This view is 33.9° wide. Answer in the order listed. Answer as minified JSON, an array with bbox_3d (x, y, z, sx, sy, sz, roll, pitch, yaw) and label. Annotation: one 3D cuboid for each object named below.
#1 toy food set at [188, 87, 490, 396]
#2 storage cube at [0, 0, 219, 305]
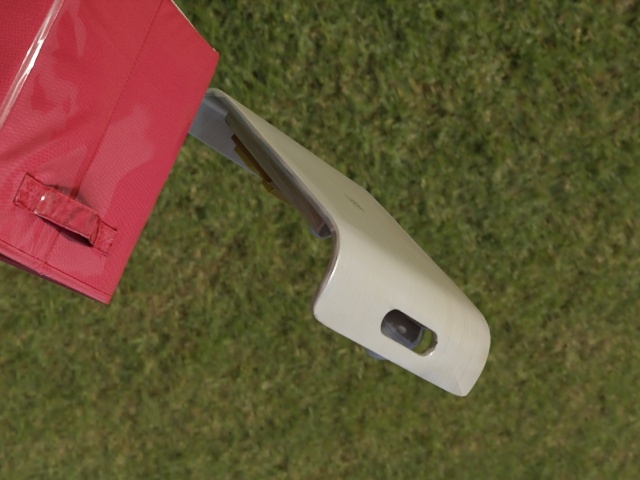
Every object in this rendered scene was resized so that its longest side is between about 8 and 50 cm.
[{"bbox_3d":[0.000,0.000,0.929,0.092,0.306,0.220,-50,134,9],"label":"toy food set"},{"bbox_3d":[-0.205,-0.095,0.662,0.215,0.193,0.183,19,170,21],"label":"storage cube"}]
